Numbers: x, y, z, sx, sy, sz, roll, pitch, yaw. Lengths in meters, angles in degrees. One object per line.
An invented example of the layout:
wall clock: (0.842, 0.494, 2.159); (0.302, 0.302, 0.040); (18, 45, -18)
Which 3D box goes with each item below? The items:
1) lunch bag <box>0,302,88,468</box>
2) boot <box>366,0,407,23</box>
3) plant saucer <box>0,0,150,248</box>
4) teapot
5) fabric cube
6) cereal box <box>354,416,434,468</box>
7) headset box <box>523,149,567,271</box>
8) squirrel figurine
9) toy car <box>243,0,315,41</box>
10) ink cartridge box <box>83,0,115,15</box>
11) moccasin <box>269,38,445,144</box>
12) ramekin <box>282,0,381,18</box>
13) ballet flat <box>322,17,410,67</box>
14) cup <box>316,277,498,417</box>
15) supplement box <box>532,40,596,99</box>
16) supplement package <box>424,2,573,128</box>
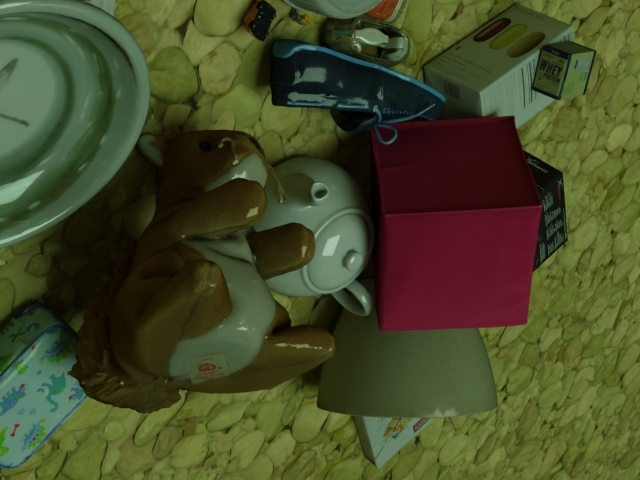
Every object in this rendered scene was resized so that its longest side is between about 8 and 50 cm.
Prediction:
lunch bag: (-0.429, 0.213, 1.653); (0.219, 0.090, 0.176); (-47, 139, -11)
boot: (0.107, -0.420, 1.788); (0.084, 0.059, 0.158); (3, 115, -41)
plant saucer: (-0.402, -0.150, 1.374); (0.400, 0.100, 0.400); (-27, 149, -17)
teapot: (0.000, 0.000, 1.867); (0.256, 0.187, 0.253); (0, 117, -47)
fabric cube: (0.213, -0.030, 1.914); (0.254, 0.259, 0.258); (-3, 130, 0)
cereal box: (0.149, 0.342, 2.368); (0.173, 0.047, 0.240); (-38, 138, -21)
headset box: (0.353, -0.002, 2.279); (0.293, 0.110, 0.218); (-41, 143, -17)
squirrel figurine: (-0.201, 0.030, 1.603); (0.397, 0.370, 0.281); (-34, 139, 30)
toy car: (-0.067, -0.315, 1.692); (0.122, 0.040, 0.060); (8, 89, -46)
ink cartridge box: (-0.338, -0.317, 1.396); (0.181, 0.061, 0.104); (-8, 122, -43)
moccasin: (0.049, -0.227, 1.817); (0.342, 0.137, 0.117); (11, 96, -35)
ramekin: (0.027, -0.421, 1.662); (0.207, 0.109, 0.207); (-25, 132, -31)
ballet flat: (0.093, -0.315, 1.829); (0.206, 0.067, 0.073); (-4, 99, -46)
cup: (0.155, 0.186, 2.098); (0.331, 0.331, 0.237); (-1, 89, -45)
supplement box: (0.421, -0.293, 1.976); (0.083, 0.056, 0.083); (-14, 124, -41)
supplement package: (0.320, -0.292, 2.029); (0.244, 0.139, 0.134); (-37, 138, -24)
